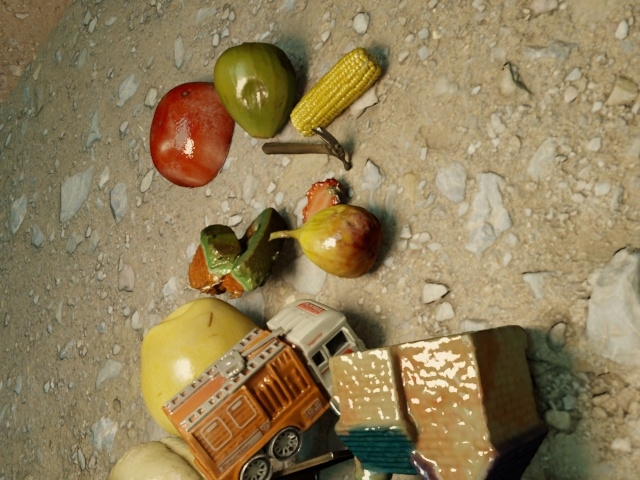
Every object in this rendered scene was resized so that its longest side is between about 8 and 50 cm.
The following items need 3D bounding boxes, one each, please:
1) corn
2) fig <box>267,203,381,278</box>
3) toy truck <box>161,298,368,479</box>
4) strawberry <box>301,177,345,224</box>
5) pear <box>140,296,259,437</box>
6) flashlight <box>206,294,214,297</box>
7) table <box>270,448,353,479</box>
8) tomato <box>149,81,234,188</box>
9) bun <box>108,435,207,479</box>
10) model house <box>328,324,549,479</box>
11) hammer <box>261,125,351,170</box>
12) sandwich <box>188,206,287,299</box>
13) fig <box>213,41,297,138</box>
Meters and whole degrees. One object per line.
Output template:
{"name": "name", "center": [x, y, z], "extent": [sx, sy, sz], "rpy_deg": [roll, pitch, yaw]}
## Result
{"name": "corn", "center": [0.032, -0.340, 1.319], "extent": [0.244, 0.093, 0.093], "rpy_deg": [-39, 58, 28]}
{"name": "fig", "center": [0.000, 0.000, 1.211], "extent": [0.257, 0.159, 0.159], "rpy_deg": [3, 82, 26]}
{"name": "toy truck", "center": [-0.094, 0.275, 1.094], "extent": [0.387, 0.207, 0.173], "rpy_deg": [-39, 29, -23]}
{"name": "strawberry", "center": [0.008, -0.081, 1.314], "extent": [0.152, 0.048, 0.104], "rpy_deg": [-46, 60, 42]}
{"name": "pear", "center": [-0.257, 0.282, 1.282], "extent": [0.309, 0.309, 0.309], "rpy_deg": [-11, 74, 39]}
{"name": "flashlight", "center": [-0.293, 0.188, 1.529], "extent": [0.018, 0.018, 0.083], "rpy_deg": [-15, 71, 36]}
{"name": "table", "center": [0.003, 0.547, 1.076], "extent": [0.282, 0.196, 0.250], "rpy_deg": [-32, 60, 31]}
{"name": "tomato", "center": [-0.403, -0.320, 1.660], "extent": [0.338, 0.144, 0.338], "rpy_deg": [-13, 70, 39]}
{"name": "bun", "center": [-0.280, 0.560, 1.251], "extent": [0.365, 0.365, 0.219], "rpy_deg": [-5, 35, 40]}
{"name": "model house", "center": [0.191, 0.305, 0.952], "extent": [0.312, 0.245, 0.280], "rpy_deg": [-18, 77, 37]}
{"name": "hammer", "center": [-0.049, -0.220, 1.381], "extent": [0.297, 0.125, 0.027], "rpy_deg": [11, 53, 51]}
{"name": "sandwich", "center": [-0.227, 0.034, 1.371], "extent": [0.301, 0.162, 0.250], "rpy_deg": [-32, 22, 40]}
{"name": "fig", "center": [-0.150, -0.378, 1.416], "extent": [0.207, 0.207, 0.230], "rpy_deg": [-34, 79, 31]}
